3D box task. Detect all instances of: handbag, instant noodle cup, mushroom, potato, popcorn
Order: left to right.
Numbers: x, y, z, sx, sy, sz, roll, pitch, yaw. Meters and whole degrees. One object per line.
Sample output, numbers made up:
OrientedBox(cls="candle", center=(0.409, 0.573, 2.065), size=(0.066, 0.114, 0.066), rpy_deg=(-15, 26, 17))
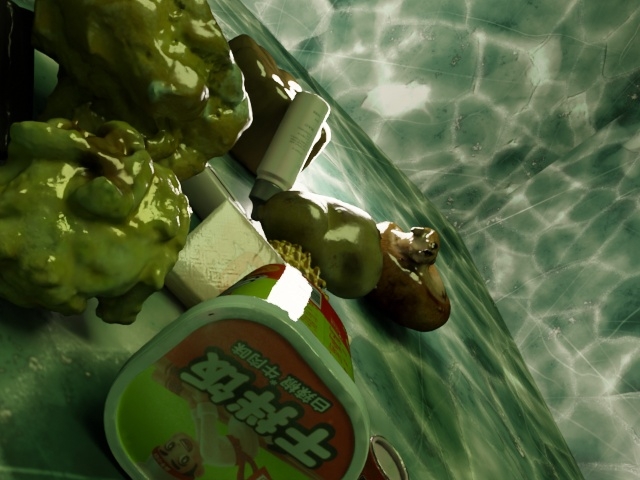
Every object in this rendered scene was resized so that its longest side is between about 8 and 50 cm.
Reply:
OrientedBox(cls="handbag", center=(-0.476, -0.236, 0.852), size=(0.223, 0.080, 0.247), rpy_deg=(22, 54, -52))
OrientedBox(cls="popcorn", center=(-0.271, -0.017, 0.783), size=(0.256, 0.255, 0.195), rpy_deg=(-14, 22, -35))
OrientedBox(cls="instant noodle cup", center=(-0.080, 0.174, 0.871), size=(0.294, 0.294, 0.308), rpy_deg=(51, 12, -6))
OrientedBox(cls="potato", center=(0.003, -0.001, 1.457), size=(0.351, 0.202, 0.218), rpy_deg=(31, 17, -34))
OrientedBox(cls="instant noodle cup", center=(0.053, 0.363, 1.008), size=(0.127, 0.135, 0.127), rpy_deg=(45, 19, -20))
OrientedBox(cls="mushroom", center=(0.242, 0.081, 1.795), size=(0.345, 0.259, 0.345), rpy_deg=(46, 20, -22))

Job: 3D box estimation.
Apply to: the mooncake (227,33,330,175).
OrientedBox(cls="mooncake", center=(-0.142, -0.340, 1.730), size=(0.378, 0.200, 0.378), rpy_deg=(47, 19, -21))

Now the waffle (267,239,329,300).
OrientedBox(cls="waffle", center=(-0.069, 0.089, 1.276), size=(0.197, 0.070, 0.193), rpy_deg=(54, 35, 0))

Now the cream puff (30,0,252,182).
OrientedBox(cls="cream puff", center=(-0.277, -0.232, 0.938), size=(0.378, 0.275, 0.378), rpy_deg=(54, -10, 14))

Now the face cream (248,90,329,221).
OrientedBox(cls="face cream", center=(-0.080, -0.181, 1.508), size=(0.092, 0.312, 0.092), rpy_deg=(23, -14, 6))

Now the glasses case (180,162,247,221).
OrientedBox(cls="glasses case", center=(-0.214, -0.087, 1.283), size=(0.193, 0.074, 0.049), rpy_deg=(52, 21, -2))

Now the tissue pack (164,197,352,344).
OrientedBox(cls="tissue pack", center=(-0.102, 0.107, 1.095), size=(0.325, 0.071, 0.170), rpy_deg=(49, 53, -10))
